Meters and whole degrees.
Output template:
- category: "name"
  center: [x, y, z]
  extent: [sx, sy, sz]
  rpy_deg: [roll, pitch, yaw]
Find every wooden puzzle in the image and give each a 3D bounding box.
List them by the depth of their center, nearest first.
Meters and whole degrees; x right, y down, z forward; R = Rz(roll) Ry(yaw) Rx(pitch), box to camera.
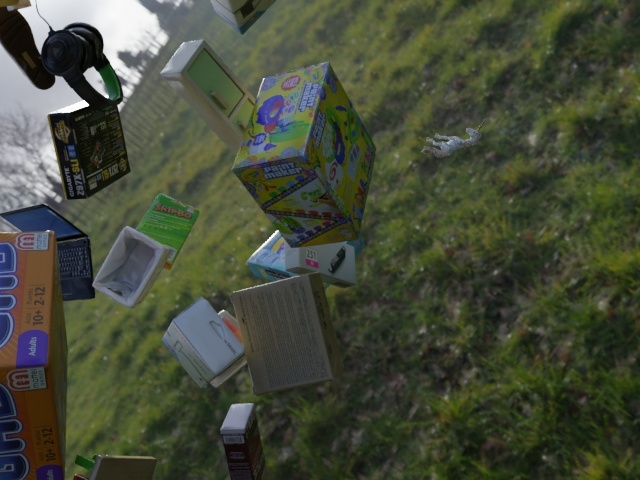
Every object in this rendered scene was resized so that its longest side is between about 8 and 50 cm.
- category: "wooden puzzle"
  center: [-0.324, 0.340, 2.403]
  extent: [0.221, 0.238, 0.044]
  rpy_deg: [-38, -38, -29]

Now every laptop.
- category: "laptop"
  center: [-0.755, 0.041, 2.056]
  extent: [0.234, 0.264, 0.136]
  rpy_deg: [-7, -1, 38]

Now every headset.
- category: "headset"
  center: [-0.688, -0.562, 2.134]
  extent: [0.185, 0.394, 0.243]
  rpy_deg: [-30, 20, 15]

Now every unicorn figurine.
- category: "unicorn figurine"
  center: [0.329, -0.242, 1.859]
  extent: [0.162, 0.111, 0.060]
  rpy_deg: [-50, -40, -31]

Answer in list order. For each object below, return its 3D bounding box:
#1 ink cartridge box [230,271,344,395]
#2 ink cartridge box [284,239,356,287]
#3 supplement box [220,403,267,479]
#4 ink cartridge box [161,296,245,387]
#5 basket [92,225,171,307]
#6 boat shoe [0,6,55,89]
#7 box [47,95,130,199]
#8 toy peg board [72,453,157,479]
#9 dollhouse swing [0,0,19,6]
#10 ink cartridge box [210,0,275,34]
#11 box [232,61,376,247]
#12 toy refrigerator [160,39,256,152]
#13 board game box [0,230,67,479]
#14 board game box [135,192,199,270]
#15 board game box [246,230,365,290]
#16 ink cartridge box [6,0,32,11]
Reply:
- category: "ink cartridge box"
  center: [-0.071, 0.203, 1.633]
  extent: [0.193, 0.235, 0.088]
  rpy_deg: [-14, -2, 20]
- category: "ink cartridge box"
  center: [0.000, 0.000, 2.205]
  extent: [0.060, 0.275, 0.239]
  rpy_deg: [-17, 66, 36]
- category: "supplement box"
  center: [-0.214, 0.598, 2.108]
  extent: [0.130, 0.073, 0.239]
  rpy_deg: [-70, -26, -66]
- category: "ink cartridge box"
  center: [-0.254, 0.223, 1.595]
  extent: [0.086, 0.148, 0.203]
  rpy_deg: [-38, -4, -25]
- category: "basket"
  center: [-0.448, 0.064, 1.792]
  extent: [0.167, 0.113, 0.103]
  rpy_deg: [-60, -3, 0]
- category: "boat shoe"
  center: [-0.850, -0.547, 2.110]
  extent: [0.095, 0.257, 0.095]
  rpy_deg: [-32, 31, -20]
- category: "box"
  center: [-0.698, -0.291, 2.277]
  extent: [0.322, 0.079, 0.257]
  rpy_deg: [-64, -29, -67]
- category: "toy peg board"
  center: [-0.419, 0.488, 1.444]
  extent: [0.161, 0.079, 0.161]
  rpy_deg: [30, -105, -58]
- category: "dollhouse swing"
  center: [-0.775, -0.713, 1.788]
  extent: [0.305, 0.315, 0.347]
  rpy_deg: [15, -106, -77]
- category: "ink cartridge box"
  center: [-0.216, -0.768, 2.179]
  extent: [0.223, 0.129, 0.307]
  rpy_deg: [-45, -4, -2]
- category: "box"
  center: [-0.023, -0.187, 1.668]
  extent: [0.177, 0.279, 0.290]
  rpy_deg: [-8, 49, 26]
- category: "toy refrigerator"
  center: [-0.231, -0.328, 1.727]
  extent: [0.094, 0.269, 0.102]
  rpy_deg: [8, 60, 45]
- category: "board game box"
  center: [-0.674, 0.234, 1.399]
  extent: [0.356, 0.356, 0.357]
  rpy_deg: [-111, 24, -48]
- category: "board game box"
  center: [-0.410, -0.030, 1.962]
  extent: [0.259, 0.124, 0.039]
  rpy_deg: [-74, 11, -53]
- category: "board game box"
  center: [-0.053, 0.045, 2.572]
  extent: [0.336, 0.079, 0.254]
  rpy_deg: [12, 48, 44]
- category: "ink cartridge box"
  center: [-0.786, -0.618, 1.944]
  extent: [0.048, 0.028, 0.083]
  rpy_deg: [-24, 23, -30]
